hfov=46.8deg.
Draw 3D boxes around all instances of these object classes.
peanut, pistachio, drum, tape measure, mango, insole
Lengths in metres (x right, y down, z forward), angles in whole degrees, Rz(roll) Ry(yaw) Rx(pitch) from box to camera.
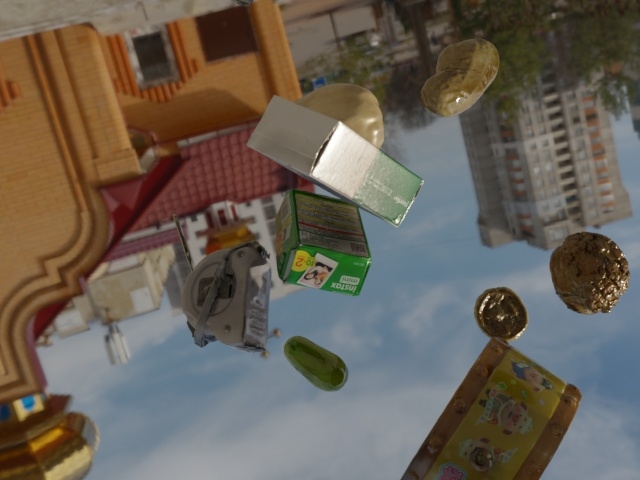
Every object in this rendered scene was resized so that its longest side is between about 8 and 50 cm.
[{"bbox_3d":[0.249,-0.294,1.336,0.226,0.108,0.095,-52,-172,-37],"label":"peanut"},{"bbox_3d":[0.007,-0.240,1.646,0.318,0.193,0.214,-10,180,38],"label":"pistachio"},{"bbox_3d":[0.341,0.424,1.534,0.214,0.431,0.431,33,-150,16],"label":"drum"},{"bbox_3d":[-0.194,0.116,1.525,0.197,0.236,0.120,-9,156,30],"label":"tape measure"},{"bbox_3d":[-0.008,0.280,1.697,0.089,0.163,0.117,-51,167,3],"label":"mango"},{"bbox_3d":[-0.295,0.054,1.680,0.011,0.247,0.081,-18,-162,-8],"label":"insole"}]

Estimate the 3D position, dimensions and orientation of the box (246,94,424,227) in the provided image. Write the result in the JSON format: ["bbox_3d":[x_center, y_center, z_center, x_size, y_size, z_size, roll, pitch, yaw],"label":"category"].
[{"bbox_3d":[0.022,-0.101,0.965,0.199,0.081,0.135,23,-175,-47],"label":"box"}]

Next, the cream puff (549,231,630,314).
[{"bbox_3d":[0.501,0.056,1.358,0.150,0.165,0.115,11,152,-29],"label":"cream puff"}]

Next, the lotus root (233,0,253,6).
[{"bbox_3d":[-0.163,-0.485,1.439,0.030,0.083,0.037,-56,167,-18],"label":"lotus root"}]

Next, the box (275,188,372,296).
[{"bbox_3d":[0.000,0.000,1.536,0.180,0.103,0.250,12,-147,-14],"label":"box"}]

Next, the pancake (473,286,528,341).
[{"bbox_3d":[0.498,0.202,2.035,0.158,0.158,0.028,-16,170,-7],"label":"pancake"}]
